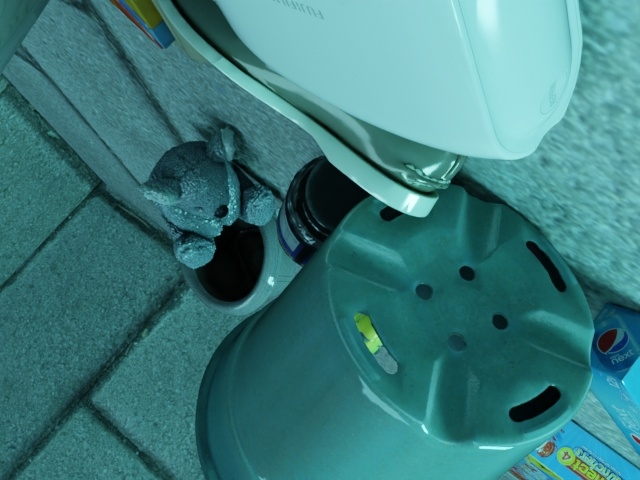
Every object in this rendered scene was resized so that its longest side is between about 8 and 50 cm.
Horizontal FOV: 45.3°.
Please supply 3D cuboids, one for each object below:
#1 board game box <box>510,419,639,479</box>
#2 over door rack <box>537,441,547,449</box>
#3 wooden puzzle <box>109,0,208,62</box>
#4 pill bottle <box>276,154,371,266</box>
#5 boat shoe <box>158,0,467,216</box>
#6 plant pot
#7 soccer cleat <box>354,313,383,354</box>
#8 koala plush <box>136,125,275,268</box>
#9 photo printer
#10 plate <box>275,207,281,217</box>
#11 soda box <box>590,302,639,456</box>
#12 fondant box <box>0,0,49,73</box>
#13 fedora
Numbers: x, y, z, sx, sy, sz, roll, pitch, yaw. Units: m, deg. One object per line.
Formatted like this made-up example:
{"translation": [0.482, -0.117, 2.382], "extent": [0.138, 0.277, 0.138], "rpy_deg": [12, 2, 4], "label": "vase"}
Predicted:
{"translation": [0.398, 0.375, 1.310], "extent": [0.302, 0.086, 0.308], "rpy_deg": [35, 167, 21], "label": "board game box"}
{"translation": [0.185, 0.132, 1.087], "extent": [0.324, 0.108, 0.239], "rpy_deg": [54, 166, 0], "label": "over door rack"}
{"translation": [-0.238, -0.303, 0.860], "extent": [0.239, 0.044, 0.221], "rpy_deg": [37, 174, 11], "label": "wooden puzzle"}
{"translation": [0.015, -0.033, 0.920], "extent": [0.123, 0.123, 0.219], "rpy_deg": [41, 168, 0], "label": "pill bottle"}
{"translation": [-0.005, -0.146, 0.652], "extent": [0.305, 0.091, 0.109], "rpy_deg": [40, -158, 10], "label": "boat shoe"}
{"translation": [0.074, 0.135, 0.773], "extent": [0.341, 0.341, 0.334], "rpy_deg": [39, 143, 5], "label": "plant pot"}
{"translation": [0.076, 0.156, 1.508], "extent": [0.121, 0.093, 0.289], "rpy_deg": [48, 167, -3], "label": "soccer cleat"}
{"translation": [-0.202, -0.091, 1.247], "extent": [0.203, 0.196, 0.221], "rpy_deg": [54, 174, 7], "label": "koala plush"}
{"translation": [0.013, -0.179, 0.431], "extent": [0.256, 0.107, 0.307], "rpy_deg": [32, 165, 36], "label": "photo printer"}
{"translation": [0.000, 0.000, 1.332], "extent": [0.188, 0.024, 0.188], "rpy_deg": [38, 169, 9], "label": "plate"}
{"translation": [0.330, 0.157, 0.761], "extent": [0.210, 0.071, 0.067], "rpy_deg": [48, 167, -32], "label": "soda box"}
{"translation": [-0.492, -0.344, 1.047], "extent": [0.096, 0.238, 0.330], "rpy_deg": [29, 169, -3], "label": "fondant box"}
{"translation": [-0.149, 0.027, 1.541], "extent": [0.275, 0.243, 0.124], "rpy_deg": [24, -171, 41], "label": "fedora"}
